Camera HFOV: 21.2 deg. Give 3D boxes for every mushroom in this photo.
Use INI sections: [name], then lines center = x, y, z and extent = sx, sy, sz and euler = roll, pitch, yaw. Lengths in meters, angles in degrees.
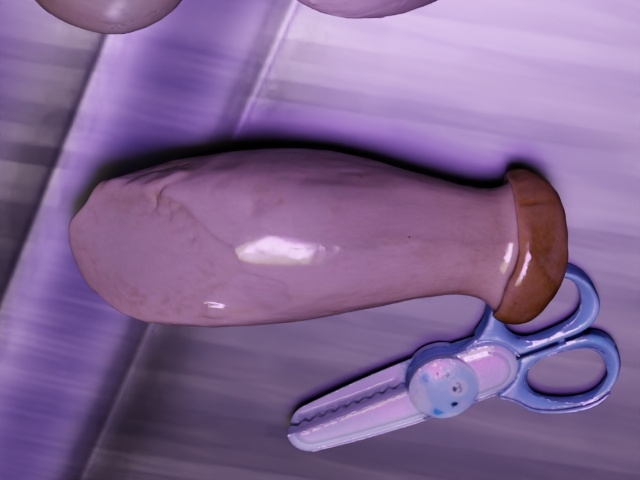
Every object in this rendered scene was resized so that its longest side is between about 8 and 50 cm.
[mushroom]
center = 0.000, 0.000, 1.190
extent = 0.350, 0.128, 0.128
euler = 3, 117, -6

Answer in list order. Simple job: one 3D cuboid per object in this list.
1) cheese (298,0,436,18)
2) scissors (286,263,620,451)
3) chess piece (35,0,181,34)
[cheese]
center = 0.032, -0.232, 1.047
extent = 0.154, 0.189, 0.198
euler = 7, 121, 33
[scissors]
center = 0.095, 0.105, 1.290
extent = 0.256, 0.030, 0.125
euler = -21, 116, 7
[chess piece]
center = -0.225, -0.232, 1.053
extent = 0.330, 0.182, 0.182
euler = 21, 115, -15
